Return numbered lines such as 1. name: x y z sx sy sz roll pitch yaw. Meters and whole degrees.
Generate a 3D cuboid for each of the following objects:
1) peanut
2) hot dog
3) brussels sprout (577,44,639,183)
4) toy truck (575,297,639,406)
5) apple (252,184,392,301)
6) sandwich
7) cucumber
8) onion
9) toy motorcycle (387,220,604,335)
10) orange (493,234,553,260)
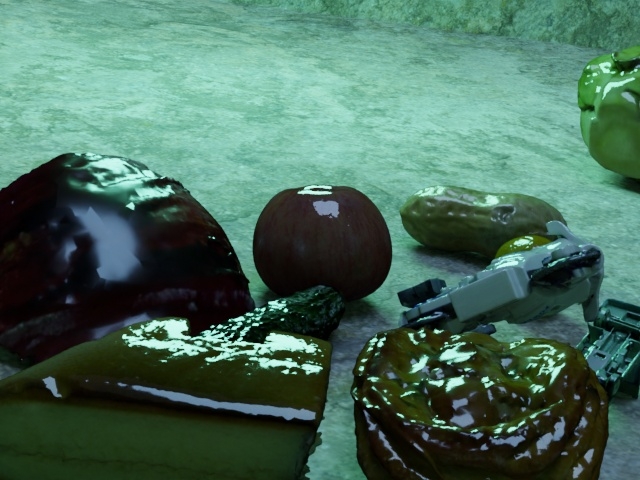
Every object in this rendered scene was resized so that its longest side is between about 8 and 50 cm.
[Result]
1. peanut: 0.204 -0.023 1.469 0.214 0.099 0.099 13 19 13
2. hot dog: 0.123 0.136 0.933 0.196 0.122 0.272 4 20 7
3. brussels sprout: 0.590 -0.212 1.972 0.328 0.247 0.328 -7 17 2
4. toy truck: 0.262 0.132 1.105 0.067 0.081 0.175 19 40 30
5. apple: 0.000 0.000 1.262 0.154 0.119 0.153 1 13 0
6. sandwich: -0.115 0.130 0.841 0.236 0.122 0.128 9 21 3
7. cucumber: -0.047 0.091 1.073 0.068 0.067 0.293 16 16 22
8. onion: -0.181 0.014 1.121 0.314 0.146 0.280 -5 27 -46
9. toy motorcycle: 0.174 0.052 1.106 0.221 0.102 0.150 -25 -11 28
10. orange: 0.237 0.036 1.327 0.085 0.085 0.095 -4 16 -32
